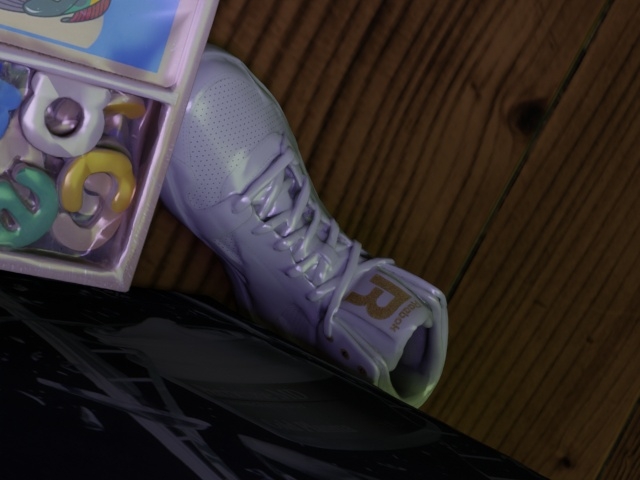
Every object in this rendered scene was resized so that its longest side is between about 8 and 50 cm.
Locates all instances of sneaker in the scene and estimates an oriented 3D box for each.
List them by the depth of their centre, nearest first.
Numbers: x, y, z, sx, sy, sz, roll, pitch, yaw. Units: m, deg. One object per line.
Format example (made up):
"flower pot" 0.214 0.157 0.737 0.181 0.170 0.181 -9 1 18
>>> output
"sneaker" 0.000 0.000 0.884 0.108 0.169 0.292 -49 140 -19

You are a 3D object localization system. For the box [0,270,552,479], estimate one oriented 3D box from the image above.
"box" -0.093 0.219 0.632 0.480 0.472 0.297 11 100 -53

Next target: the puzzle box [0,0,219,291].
"puzzle box" -0.147 -0.196 0.544 0.272 0.052 0.409 12 101 -31
